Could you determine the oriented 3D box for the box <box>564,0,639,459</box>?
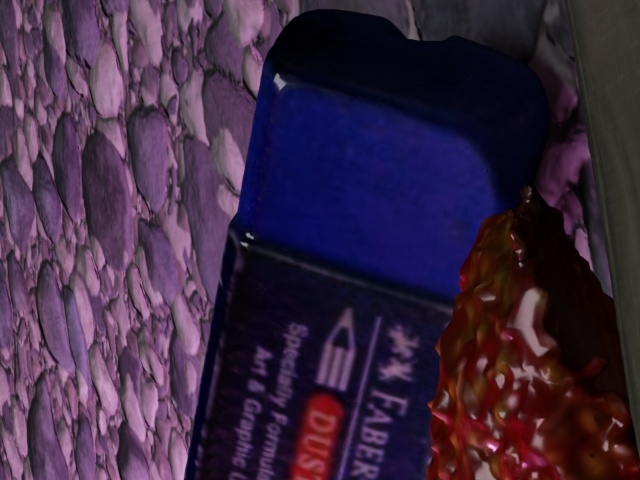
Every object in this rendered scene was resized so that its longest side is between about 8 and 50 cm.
[{"bbox_3d":[0.189,-0.033,0.573,0.155,0.149,0.231,138,130,-60],"label":"box"}]

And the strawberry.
[{"bbox_3d":[0.091,0.111,0.723,0.306,0.137,0.233,58,-166,-27],"label":"strawberry"}]

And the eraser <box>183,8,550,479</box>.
[{"bbox_3d":[0.022,0.048,0.971,0.101,0.155,0.332,-59,-16,-55],"label":"eraser"}]
